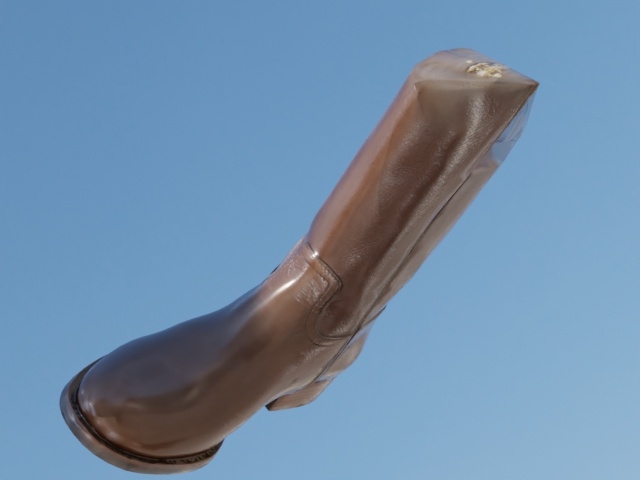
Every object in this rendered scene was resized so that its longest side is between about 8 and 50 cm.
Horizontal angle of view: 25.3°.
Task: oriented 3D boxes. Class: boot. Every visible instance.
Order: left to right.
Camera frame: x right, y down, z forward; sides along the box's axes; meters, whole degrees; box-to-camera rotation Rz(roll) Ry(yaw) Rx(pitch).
[{"bbox_3d":[0.000,0.000,0.337,0.114,0.037,0.106,-51,-17,27],"label":"boot"}]
